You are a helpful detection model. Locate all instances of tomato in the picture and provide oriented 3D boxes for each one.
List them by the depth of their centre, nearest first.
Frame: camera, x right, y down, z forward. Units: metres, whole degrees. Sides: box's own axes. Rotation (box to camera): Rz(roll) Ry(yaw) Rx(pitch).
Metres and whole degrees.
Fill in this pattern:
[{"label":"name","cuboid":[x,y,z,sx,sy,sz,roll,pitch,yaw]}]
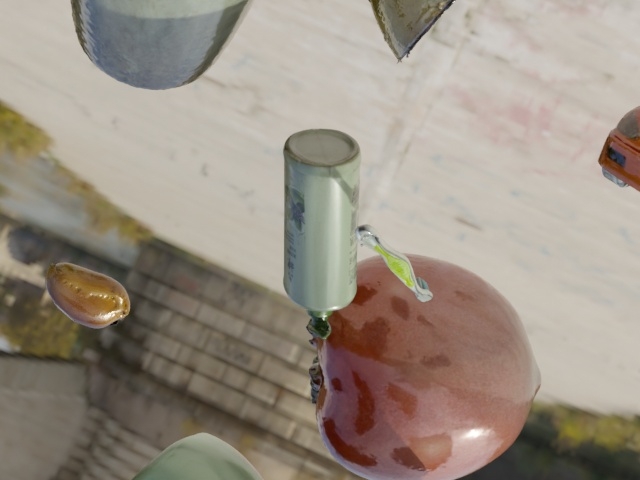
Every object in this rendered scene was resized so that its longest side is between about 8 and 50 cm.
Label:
[{"label":"tomato","cuboid":[0.140,0.174,1.816,0.321,0.321,0.321,24,175,2]}]

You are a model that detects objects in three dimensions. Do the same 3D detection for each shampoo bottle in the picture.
[{"label":"shampoo bottle","cuboid":[0.000,0.000,1.547,0.087,0.234,0.118,-3,-154,-8]},{"label":"shampoo bottle","cuboid":[-0.121,0.445,1.842,0.349,0.222,0.151,50,-170,12]}]

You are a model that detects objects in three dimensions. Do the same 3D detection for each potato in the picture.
[{"label":"potato","cuboid":[0.115,-0.311,1.558,0.117,0.182,0.202,43,174,-3]}]

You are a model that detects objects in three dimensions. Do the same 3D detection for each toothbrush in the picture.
[{"label":"toothbrush","cuboid":[0.078,0.027,1.375,0.022,0.026,0.263,-19,161,12]}]

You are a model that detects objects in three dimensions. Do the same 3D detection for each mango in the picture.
[{"label":"mango","cuboid":[-0.315,0.071,1.811,0.127,0.077,0.063,32,-166,-25]}]

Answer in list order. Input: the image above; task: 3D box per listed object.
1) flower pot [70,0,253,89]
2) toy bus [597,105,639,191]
[{"label":"flower pot","cuboid":[-0.213,-0.378,1.834,0.293,0.294,0.330,24,145,-1]},{"label":"toy bus","cuboid":[0.369,-0.093,1.092,0.143,0.153,0.329,36,-149,33]}]
